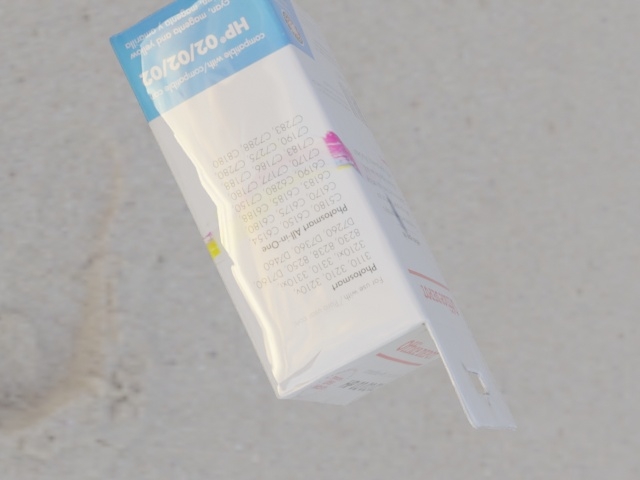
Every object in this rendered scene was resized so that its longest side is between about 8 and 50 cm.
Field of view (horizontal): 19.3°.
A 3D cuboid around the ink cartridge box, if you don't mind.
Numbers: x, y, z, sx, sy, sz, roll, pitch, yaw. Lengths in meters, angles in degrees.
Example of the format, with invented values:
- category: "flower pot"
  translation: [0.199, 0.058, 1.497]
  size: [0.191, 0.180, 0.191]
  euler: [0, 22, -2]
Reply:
- category: "ink cartridge box"
  translation: [0.000, 0.000, 0.687]
  size: [0.181, 0.061, 0.104]
  euler: [64, 10, 12]
